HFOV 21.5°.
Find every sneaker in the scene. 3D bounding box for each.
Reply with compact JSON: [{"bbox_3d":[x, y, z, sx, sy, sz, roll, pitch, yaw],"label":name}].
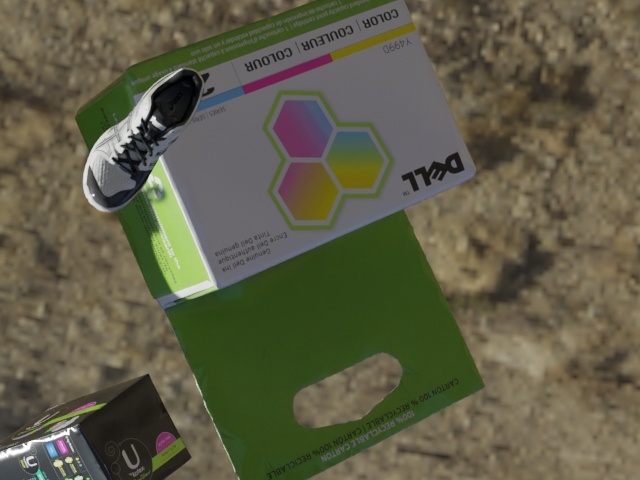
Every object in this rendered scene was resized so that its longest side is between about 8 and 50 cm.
[{"bbox_3d":[-0.086,-0.052,0.812,0.032,0.083,0.037,35,162,-9],"label":"sneaker"}]

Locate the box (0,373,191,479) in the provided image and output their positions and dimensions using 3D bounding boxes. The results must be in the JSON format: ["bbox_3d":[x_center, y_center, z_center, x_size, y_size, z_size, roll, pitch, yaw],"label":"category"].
[{"bbox_3d":[-0.122,0.112,0.871,0.083,0.062,0.052,-22,98,37],"label":"box"}]

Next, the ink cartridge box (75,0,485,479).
[{"bbox_3d":[0.000,0.000,0.984,0.189,0.255,0.097,-24,180,-27],"label":"ink cartridge box"}]
